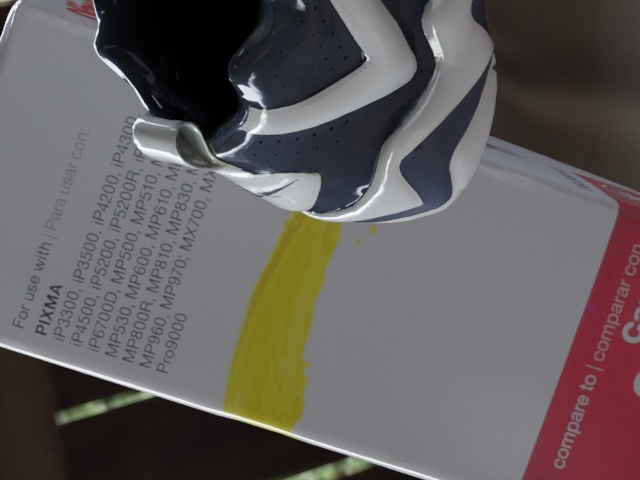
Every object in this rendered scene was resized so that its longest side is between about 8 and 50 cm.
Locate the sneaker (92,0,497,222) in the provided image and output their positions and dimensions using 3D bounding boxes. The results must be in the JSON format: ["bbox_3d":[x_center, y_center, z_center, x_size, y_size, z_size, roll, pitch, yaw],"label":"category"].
[{"bbox_3d":[-0.009,-0.122,0.528,0.094,0.153,0.235,19,102,37],"label":"sneaker"}]

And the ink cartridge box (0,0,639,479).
[{"bbox_3d":[0.000,0.000,0.930,0.279,0.384,0.160,-128,57,-77],"label":"ink cartridge box"}]
